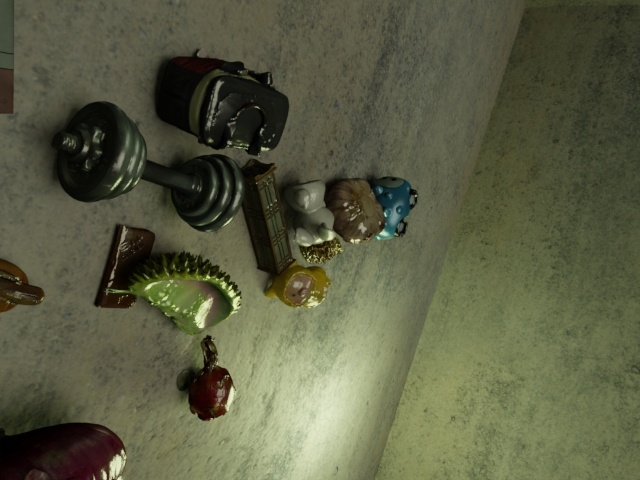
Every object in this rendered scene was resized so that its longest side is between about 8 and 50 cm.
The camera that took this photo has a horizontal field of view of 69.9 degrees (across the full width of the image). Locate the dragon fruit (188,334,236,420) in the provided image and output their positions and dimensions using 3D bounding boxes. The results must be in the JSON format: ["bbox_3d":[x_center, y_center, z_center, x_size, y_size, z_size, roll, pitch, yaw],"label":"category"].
[{"bbox_3d":[-0.292,0.364,1.213,0.125,0.125,0.245,-8,103,-49],"label":"dragon fruit"}]

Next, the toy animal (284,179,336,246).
[{"bbox_3d":[-0.030,-0.082,1.337,0.178,0.128,0.193,-37,115,-86],"label":"toy animal"}]

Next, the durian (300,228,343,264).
[{"bbox_3d":[0.000,0.000,1.533,0.252,0.145,0.139,55,20,-44],"label":"durian"}]

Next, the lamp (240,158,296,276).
[{"bbox_3d":[-0.148,-0.056,1.258,0.090,0.089,0.325,-44,138,-38],"label":"lamp"}]

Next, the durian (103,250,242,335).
[{"bbox_3d":[-0.293,0.122,1.041,0.169,0.158,0.355,-59,153,-15],"label":"durian"}]

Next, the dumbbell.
[{"bbox_3d":[-0.311,-0.127,0.888,0.406,0.179,0.179,17,89,-59],"label":"dumbbell"}]

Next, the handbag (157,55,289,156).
[{"bbox_3d":[-0.192,-0.289,0.975,0.254,0.181,0.181,-8,123,-57],"label":"handbag"}]

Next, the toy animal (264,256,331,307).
[{"bbox_3d":[-0.057,0.140,1.455,0.230,0.156,0.156,23,84,-48],"label":"toy animal"}]

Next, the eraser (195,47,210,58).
[{"bbox_3d":[-0.245,-0.383,1.021,0.027,0.019,0.099,-60,145,-18],"label":"eraser"}]

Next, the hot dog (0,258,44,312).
[{"bbox_3d":[-0.531,0.078,0.751,0.089,0.060,0.140,-57,149,-17],"label":"hot dog"}]

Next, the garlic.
[{"bbox_3d":[0.104,-0.098,1.567,0.245,0.161,0.244,19,62,-41],"label":"garlic"}]

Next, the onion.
[{"bbox_3d":[-0.520,0.429,0.777,0.348,0.285,0.347,-38,174,-5],"label":"onion"}]

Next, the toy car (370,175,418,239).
[{"bbox_3d":[0.240,-0.134,1.737,0.190,0.189,0.255,33,78,-51],"label":"toy car"}]

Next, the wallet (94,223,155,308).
[{"bbox_3d":[-0.408,0.058,0.966,0.095,0.026,0.176,16,91,-61],"label":"wallet"}]

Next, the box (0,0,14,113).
[{"bbox_3d":[-0.507,-0.266,0.558,0.215,0.086,0.215,-21,138,-52],"label":"box"}]

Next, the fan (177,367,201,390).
[{"bbox_3d":[-0.352,0.371,1.217,0.080,0.003,0.060,15,91,-58],"label":"fan"}]
